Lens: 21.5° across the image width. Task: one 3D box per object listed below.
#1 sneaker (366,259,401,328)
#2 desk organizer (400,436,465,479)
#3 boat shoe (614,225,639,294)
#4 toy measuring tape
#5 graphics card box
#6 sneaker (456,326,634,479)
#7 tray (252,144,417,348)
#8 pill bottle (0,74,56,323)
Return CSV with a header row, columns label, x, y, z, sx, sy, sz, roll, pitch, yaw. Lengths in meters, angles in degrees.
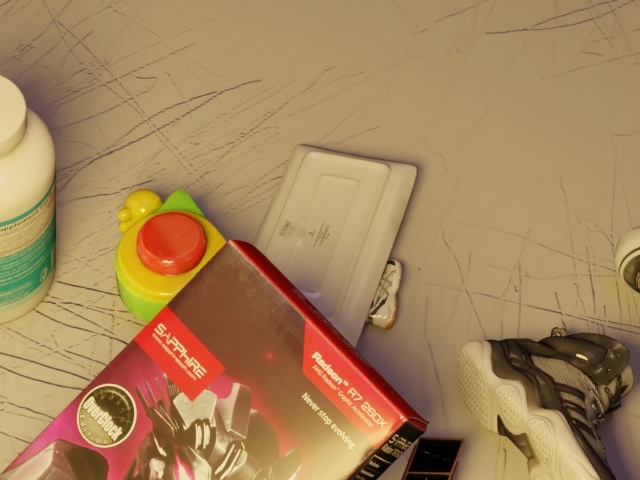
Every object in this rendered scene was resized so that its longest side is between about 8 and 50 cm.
label,x,y,z,sx,sy,sz,roll,pitch,yaw
sneaker,0.063,0.052,1.755,0.037,0.032,0.083,11,53,-1
desk organizer,0.095,0.244,1.608,0.047,0.050,0.130,21,53,6
boat shoe,0.465,0.077,1.744,0.335,0.121,0.119,17,49,1
toy measuring tape,-0.116,0.072,1.657,0.121,0.121,0.330,-24,58,-24
graphics card box,-0.118,0.208,1.465,0.371,0.094,0.233,-45,72,2
sneaker,0.257,0.175,1.633,0.153,0.101,0.268,-18,44,-22
tray,0.000,0.000,1.769,0.145,0.030,0.270,11,52,14
pill bottle,-0.327,-0.043,1.618,0.146,0.264,0.146,4,53,-6
